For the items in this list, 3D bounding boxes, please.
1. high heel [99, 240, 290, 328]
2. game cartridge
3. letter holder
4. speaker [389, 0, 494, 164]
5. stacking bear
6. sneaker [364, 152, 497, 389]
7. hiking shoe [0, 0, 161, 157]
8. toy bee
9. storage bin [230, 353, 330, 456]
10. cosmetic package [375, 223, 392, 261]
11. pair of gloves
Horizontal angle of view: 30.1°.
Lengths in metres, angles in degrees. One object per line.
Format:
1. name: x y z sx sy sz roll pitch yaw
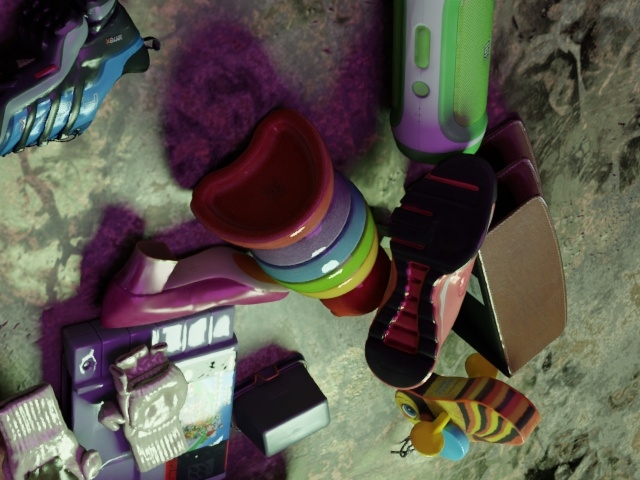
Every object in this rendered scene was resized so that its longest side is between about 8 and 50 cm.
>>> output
1. high heel: -0.151 0.071 1.469 0.244 0.082 0.117 8 123 -45
2. game cartridge: -0.223 0.240 1.554 0.230 0.068 0.355 -11 127 -27
3. letter holder: 0.278 0.007 1.702 0.214 0.152 0.301 -35 136 -14
4. speaker: 0.146 -0.242 1.430 0.131 0.131 0.296 -22 132 -24
5. stacking bear: 0.000 0.000 1.483 0.175 0.164 0.289 -45 142 -1
6. sneaker: 0.139 0.029 1.519 0.136 0.116 0.313 -36 147 -69
7. hiking shoe: -0.293 -0.124 1.184 0.304 0.113 0.132 -43 136 -3
8. toy bee: 0.172 0.249 1.780 0.298 0.195 0.162 -29 105 33
9. storage bin: -0.054 0.229 1.652 0.135 0.091 0.098 -26 133 -22
10. cosmetic package: 0.070 0.036 1.639 0.060 0.041 0.115 9 114 -42
11. pair of gloves: -0.267 0.235 1.445 0.240 0.042 0.204 -20 131 -26
